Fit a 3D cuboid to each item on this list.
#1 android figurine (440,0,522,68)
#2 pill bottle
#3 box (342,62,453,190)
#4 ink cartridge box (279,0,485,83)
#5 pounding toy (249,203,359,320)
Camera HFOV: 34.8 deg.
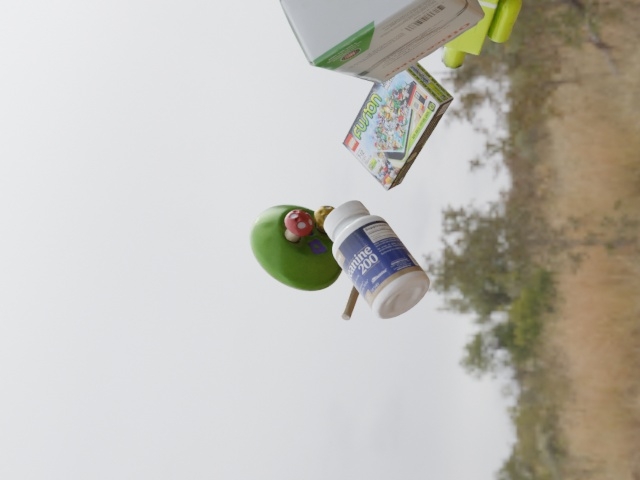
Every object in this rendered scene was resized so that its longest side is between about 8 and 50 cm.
[{"bbox_3d":[0.209,-0.403,1.707,0.273,0.248,0.056,99,-173,-57],"label":"android figurine"},{"bbox_3d":[0.054,0.017,1.052,0.120,0.067,0.067,55,175,29],"label":"pill bottle"},{"bbox_3d":[0.115,-0.182,1.569,0.036,0.114,0.207,-31,-20,-37],"label":"box"},{"bbox_3d":[0.072,-0.248,1.096,0.087,0.153,0.208,63,-159,8],"label":"ink cartridge box"},{"bbox_3d":[0.000,0.000,1.792,0.110,0.237,0.183,-56,2,43],"label":"pounding toy"}]
